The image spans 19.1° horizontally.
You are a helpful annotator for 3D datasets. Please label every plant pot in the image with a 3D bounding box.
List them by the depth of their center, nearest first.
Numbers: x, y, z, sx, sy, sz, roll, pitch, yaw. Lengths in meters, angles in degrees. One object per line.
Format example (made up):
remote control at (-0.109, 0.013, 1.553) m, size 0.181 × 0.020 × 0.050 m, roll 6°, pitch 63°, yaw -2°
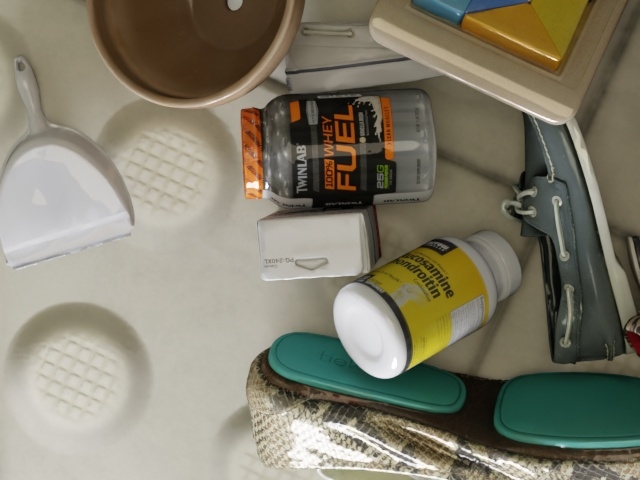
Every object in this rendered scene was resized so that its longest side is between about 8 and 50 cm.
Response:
plant pot at (-0.108, -0.247, 1.924) m, size 0.237 × 0.110 × 0.237 m, roll -1°, pitch 89°, yaw 26°

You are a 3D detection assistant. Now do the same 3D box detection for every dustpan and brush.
dustpan and brush at (-0.289, -0.091, 2.006) m, size 0.147 × 0.060 × 0.211 m, roll -16°, pitch 99°, yaw 6°

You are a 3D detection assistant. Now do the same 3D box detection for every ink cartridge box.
ink cartridge box at (0.000, 0.000, 1.926) m, size 0.109 × 0.150 × 0.063 m, roll -4°, pitch 94°, yaw 6°

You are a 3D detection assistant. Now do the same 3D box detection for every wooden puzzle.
wooden puzzle at (0.189, -0.251, 1.882) m, size 0.221 × 0.044 × 0.239 m, roll 26°, pitch 60°, yaw 3°

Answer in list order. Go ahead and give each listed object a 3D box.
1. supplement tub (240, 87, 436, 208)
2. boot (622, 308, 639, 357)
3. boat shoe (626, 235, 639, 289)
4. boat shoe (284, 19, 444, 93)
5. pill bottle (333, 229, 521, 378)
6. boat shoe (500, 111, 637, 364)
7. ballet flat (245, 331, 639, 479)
supplement tub at (0.016, -0.091, 1.911) m, size 0.190 × 0.117 × 0.117 m, roll -4°, pitch 94°, yaw -4°
boot at (0.450, 0.043, 1.750) m, size 0.284 × 0.377 × 0.138 m, roll -43°, pitch 108°, yaw -4°
boat shoe at (0.345, 0.051, 1.946) m, size 0.038 × 0.046 × 0.125 m, roll -19°, pitch 95°, yaw 7°
boat shoe at (0.092, -0.208, 1.933) m, size 0.267 × 0.096 × 0.088 m, roll -7°, pitch 98°, yaw 15°
pill bottle at (0.111, 0.057, 1.908) m, size 0.184 × 0.103 × 0.103 m, roll -27°, pitch 92°, yaw -32°
boat shoe at (0.235, -0.025, 1.918) m, size 0.099 × 0.116 × 0.319 m, roll -18°, pitch 98°, yaw 4°
ballet flat at (0.160, 0.210, 1.942) m, size 0.483 × 0.164 × 0.182 m, roll 7°, pitch 117°, yaw 11°
